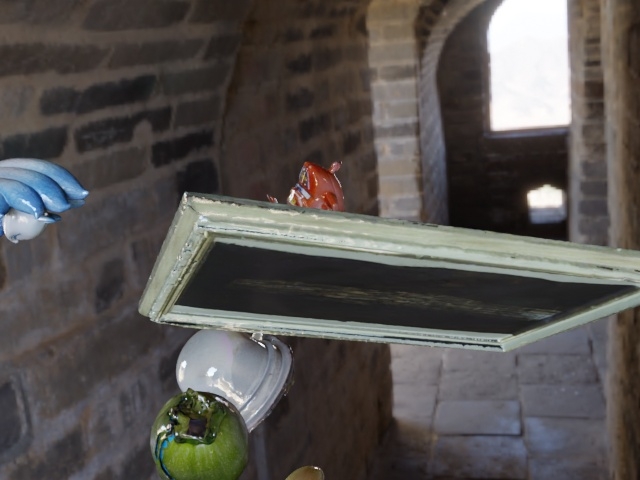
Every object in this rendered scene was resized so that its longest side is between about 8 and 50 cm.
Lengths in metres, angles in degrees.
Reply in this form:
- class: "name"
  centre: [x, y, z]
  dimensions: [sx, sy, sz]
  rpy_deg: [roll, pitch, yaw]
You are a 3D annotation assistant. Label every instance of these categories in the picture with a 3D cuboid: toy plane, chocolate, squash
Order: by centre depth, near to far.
- class: "squash"
  centre: [-0.105, 0.178, 0.719]
  dimensions: [0.087, 0.087, 0.331]
  rpy_deg: [-7, -20, -11]
- class: "toy plane"
  centre: [0.004, 0.004, 0.829]
  dimensions: [0.077, 0.194, 0.126]
  rpy_deg: [-27, 29, -13]
- class: "chocolate"
  centre: [-0.153, 0.205, 1.354]
  dimensions: [0.221, 0.147, 0.221]
  rpy_deg: [-33, 23, 16]

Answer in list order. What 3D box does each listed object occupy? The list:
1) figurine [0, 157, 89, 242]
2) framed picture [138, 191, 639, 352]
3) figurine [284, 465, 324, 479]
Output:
- class: "figurine"
  centre: [-0.264, -0.037, 0.766]
  dimensions: [0.114, 0.079, 0.114]
  rpy_deg: [0, -1, 0]
- class: "framed picture"
  centre: [0.045, 0.035, 0.512]
  dimensions: [0.293, 0.018, 0.231]
  rpy_deg: [6, -19, -15]
- class: "figurine"
  centre: [0.020, 0.529, 1.461]
  dimensions: [0.222, 0.124, 0.324]
  rpy_deg: [15, 26, -19]
